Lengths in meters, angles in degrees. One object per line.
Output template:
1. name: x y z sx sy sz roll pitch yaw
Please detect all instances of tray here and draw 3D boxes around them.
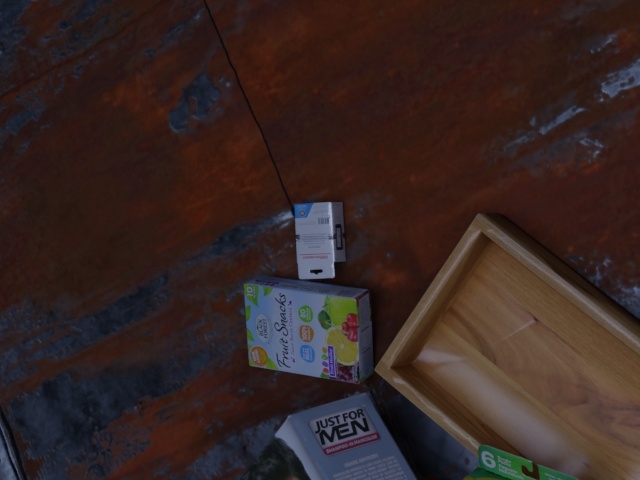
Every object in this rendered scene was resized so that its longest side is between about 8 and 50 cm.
1. tray: 0.270 0.174 1.610 0.411 0.076 0.203 39 108 21

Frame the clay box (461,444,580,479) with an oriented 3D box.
1. clay box: 0.199 0.319 1.606 0.127 0.053 0.222 16 124 35

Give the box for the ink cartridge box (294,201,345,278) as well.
1. ink cartridge box: 0.000 0.000 1.775 0.048 0.028 0.083 -2 90 30

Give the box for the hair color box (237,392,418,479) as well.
1. hair color box: 0.058 0.366 1.645 0.374 0.114 0.185 59 138 23

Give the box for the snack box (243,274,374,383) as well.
1. snack box: -0.013 0.097 1.767 0.141 0.037 0.100 8 110 28
